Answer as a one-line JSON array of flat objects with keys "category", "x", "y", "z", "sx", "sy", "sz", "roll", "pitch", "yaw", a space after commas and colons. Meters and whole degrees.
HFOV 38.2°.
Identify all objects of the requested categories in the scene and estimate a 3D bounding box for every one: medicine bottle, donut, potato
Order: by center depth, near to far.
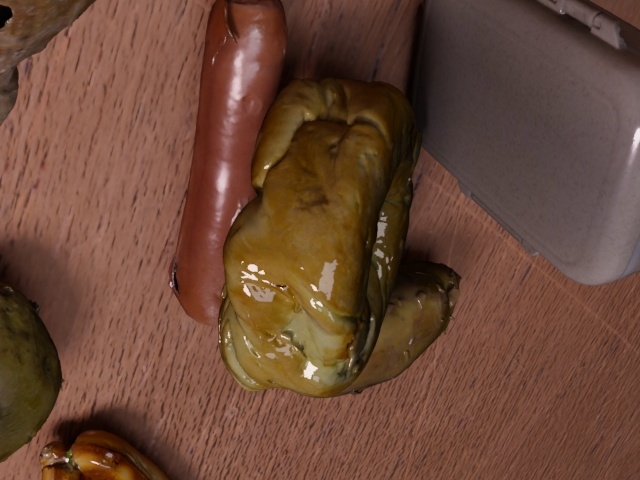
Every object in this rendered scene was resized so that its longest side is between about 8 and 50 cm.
[{"category": "potato", "x": -0.423, "y": 0.167, "z": 0.989, "sx": 0.307, "sy": 0.173, "sz": 0.210, "roll": -29, "pitch": 135, "yaw": -6}, {"category": "medicine bottle", "x": 0.237, "y": -0.139, "z": 0.999, "sx": 0.122, "sy": 0.375, "sz": 0.282, "roll": -13, "pitch": 130, "yaw": -26}, {"category": "donut", "x": 0.000, "y": 0.000, "z": 1.016, "sx": 0.169, "sy": 0.360, "sz": 0.360, "roll": 13, "pitch": 127, "yaw": 13}, {"category": "potato", "x": 0.073, "y": 0.118, "z": 1.249, "sx": 0.296, "sy": 0.141, "sz": 0.191, "roll": -28, "pitch": 174, "yaw": -25}]

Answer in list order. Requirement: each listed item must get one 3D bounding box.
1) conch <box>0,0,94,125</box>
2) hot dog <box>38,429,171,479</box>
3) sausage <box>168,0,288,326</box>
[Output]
[{"category": "conch", "x": -0.282, "y": -0.227, "z": 0.717, "sx": 0.263, "sy": 0.186, "sz": 0.324, "roll": 4, "pitch": 95, "yaw": -34}, {"category": "hot dog", "x": -0.275, "y": 0.356, "z": 1.271, "sx": 0.135, "sy": 0.100, "sz": 0.337, "roll": -39, "pitch": 136, "yaw": -10}, {"category": "sausage", "x": -0.108, "y": -0.075, "z": 1.041, "sx": 0.094, "sy": 0.094, "sz": 0.419, "roll": 7, "pitch": 122, "yaw": -11}]
